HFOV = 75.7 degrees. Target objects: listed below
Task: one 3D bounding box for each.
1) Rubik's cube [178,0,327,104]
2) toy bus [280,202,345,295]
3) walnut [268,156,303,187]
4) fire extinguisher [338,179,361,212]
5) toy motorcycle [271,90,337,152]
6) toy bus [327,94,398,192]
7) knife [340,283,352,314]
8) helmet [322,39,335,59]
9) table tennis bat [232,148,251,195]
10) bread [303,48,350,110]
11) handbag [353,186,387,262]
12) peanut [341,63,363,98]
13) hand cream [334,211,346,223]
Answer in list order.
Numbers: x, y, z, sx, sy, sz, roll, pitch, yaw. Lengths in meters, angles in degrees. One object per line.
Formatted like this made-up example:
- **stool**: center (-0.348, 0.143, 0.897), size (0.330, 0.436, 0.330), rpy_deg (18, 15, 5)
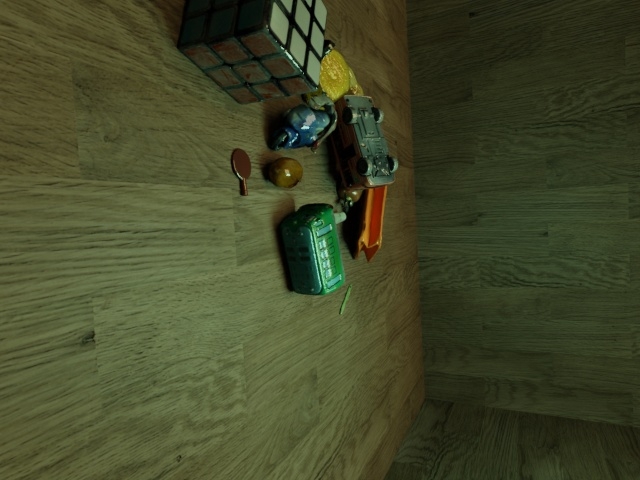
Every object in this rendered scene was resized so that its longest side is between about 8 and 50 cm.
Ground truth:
- **Rubik's cube**: center (-0.182, -0.623, 1.210), size (0.303, 0.304, 0.301), rpy_deg (30, 63, -62)
- **toy bus**: center (-0.035, 0.044, 1.603), size (0.199, 0.183, 0.344), rpy_deg (-34, 117, -54)
- **walnut**: center (-0.124, -0.251, 1.533), size (0.207, 0.115, 0.116), rpy_deg (-27, 112, -69)
- **fire extinguisher**: center (0.178, -0.290, 2.109), size (0.200, 0.113, 0.376), rpy_deg (53, 48, -50)
- **toy motorcycle**: center (-0.063, -0.462, 1.571), size (0.319, 0.181, 0.241), rpy_deg (-43, 153, -57)
- **toy bus**: center (0.179, -0.438, 1.914), size (0.202, 0.233, 0.428), rpy_deg (-12, 85, -36)
- **knife**: center (0.132, 0.300, 2.103), size (0.030, 0.014, 0.207), rpy_deg (66, 33, -34)
- **helmet**: center (-0.063, -0.773, 1.584), size (0.189, 0.192, 0.216), rpy_deg (47, 39, -44)
- **table tennis bat**: center (-0.255, -0.224, 1.356), size (0.098, 0.019, 0.155), rpy_deg (-7, 92, -64)
- **bread**: center (0.014, -0.700, 1.770), size (0.268, 0.145, 0.269), rpy_deg (-1, 92, -48)
- **handbag**: center (0.256, -0.121, 2.167), size (0.303, 0.116, 0.411), rpy_deg (103, -3, -68)
- **peanut**: center (0.123, -0.733, 2.005), size (0.305, 0.146, 0.147), rpy_deg (45, 49, -46)
- **hand cream**: center (0.059, -0.102, 1.960), size (0.174, 0.047, 0.076), rpy_deg (-22, 108, -53)
